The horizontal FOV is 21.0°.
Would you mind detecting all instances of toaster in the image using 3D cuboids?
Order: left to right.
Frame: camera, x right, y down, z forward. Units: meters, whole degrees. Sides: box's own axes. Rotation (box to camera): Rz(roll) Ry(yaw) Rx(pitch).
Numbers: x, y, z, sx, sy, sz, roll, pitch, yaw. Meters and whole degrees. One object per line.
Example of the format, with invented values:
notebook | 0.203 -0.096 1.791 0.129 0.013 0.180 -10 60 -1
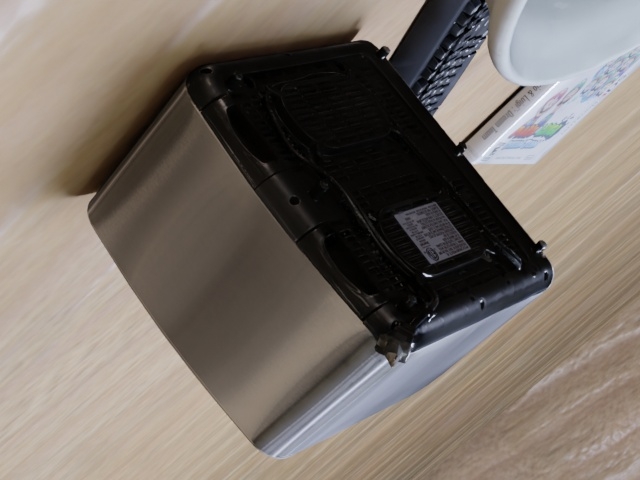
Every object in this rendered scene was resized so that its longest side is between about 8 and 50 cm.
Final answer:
toaster | 0.000 0.000 0.826 0.110 0.168 0.186 -46 165 31

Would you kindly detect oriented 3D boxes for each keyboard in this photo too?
keyboard | 0.056 -0.092 0.987 0.108 0.023 0.180 -29 163 -35

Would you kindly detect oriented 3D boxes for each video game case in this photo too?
video game case | 0.181 -0.109 1.272 0.143 0.019 0.157 -44 165 19

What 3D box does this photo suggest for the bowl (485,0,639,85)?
bowl | 0.139 -0.201 0.610 0.298 0.134 0.298 -37 167 -10
